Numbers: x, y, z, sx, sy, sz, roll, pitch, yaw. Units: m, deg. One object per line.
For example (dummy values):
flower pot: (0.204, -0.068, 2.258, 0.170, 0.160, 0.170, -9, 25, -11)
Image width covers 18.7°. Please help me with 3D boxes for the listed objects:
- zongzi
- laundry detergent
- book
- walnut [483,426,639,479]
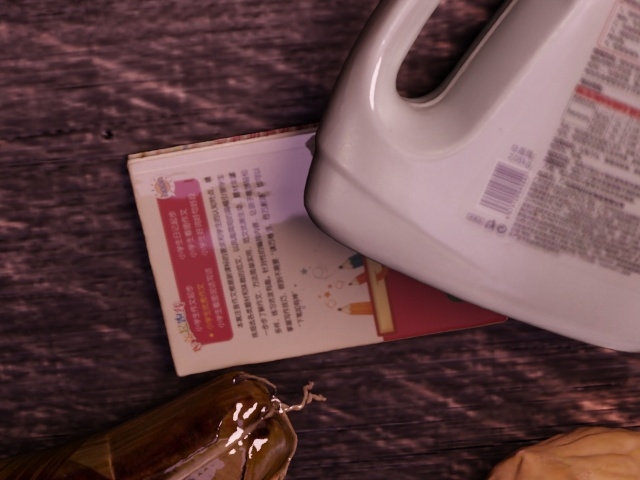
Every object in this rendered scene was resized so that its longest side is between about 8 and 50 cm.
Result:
zongzi: (-0.160, 0.145, 1.324, 0.241, 0.111, 0.248, 34, 105, -8)
laundry detergent: (0.173, -0.148, 1.169, 0.264, 0.125, 0.398, 20, 108, -11)
book: (0.000, 0.000, 1.298, 0.232, 0.022, 0.162, -9, 112, 4)
walnut: (0.190, 0.250, 1.313, 0.225, 0.225, 0.261, -25, 108, 11)
